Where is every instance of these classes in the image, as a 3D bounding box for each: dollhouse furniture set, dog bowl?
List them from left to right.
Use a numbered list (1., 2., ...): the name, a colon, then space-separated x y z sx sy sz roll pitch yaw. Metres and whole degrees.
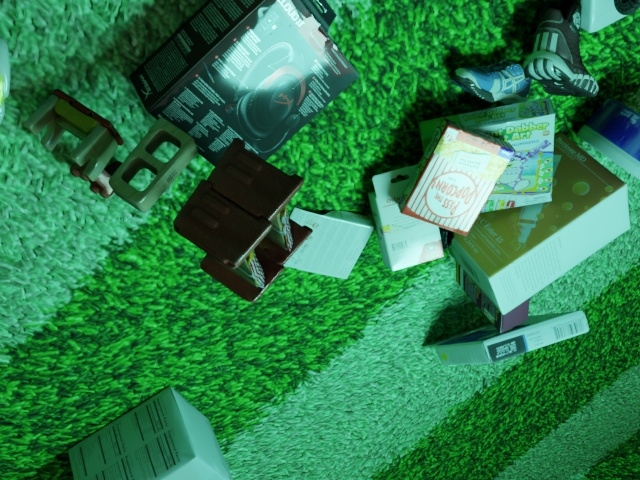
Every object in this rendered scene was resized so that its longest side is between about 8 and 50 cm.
1. dollhouse furniture set: -0.208 -0.087 1.024 0.152 0.374 0.201 -54 168 -15
2. dog bowl: 0.695 -0.193 1.519 0.265 0.265 0.104 17 115 -42

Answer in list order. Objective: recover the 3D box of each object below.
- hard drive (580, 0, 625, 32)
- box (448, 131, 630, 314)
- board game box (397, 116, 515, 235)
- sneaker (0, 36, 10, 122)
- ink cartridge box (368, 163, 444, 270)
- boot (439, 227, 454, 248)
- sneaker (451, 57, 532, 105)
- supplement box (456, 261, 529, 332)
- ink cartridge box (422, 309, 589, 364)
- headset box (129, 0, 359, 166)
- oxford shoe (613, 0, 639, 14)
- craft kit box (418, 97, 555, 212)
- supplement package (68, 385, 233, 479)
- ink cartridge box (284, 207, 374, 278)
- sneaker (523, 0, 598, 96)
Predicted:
1. hard drive: 0.571 -0.572 1.243 0.233 0.047 0.353 -28 139 -7
2. box: 0.469 -0.039 1.555 0.345 0.215 0.168 -35 139 -1
3. board game box: 0.253 -0.117 1.326 0.147 0.045 0.193 17 117 -15
4. sneaker: -0.487 -0.165 0.904 0.126 0.091 0.240 9 124 -38
5. ink cartridge box: 0.167 -0.051 1.410 0.115 0.067 0.198 -15 105 -8
6. boot: 0.228 -0.031 1.489 0.045 0.099 0.121 -56 147 -20
7. sneaker: 0.325 -0.306 1.322 0.211 0.080 0.081 -2 124 -44
8. supplement box: 0.410 0.113 1.682 0.081 0.188 0.104 -25 138 -11
9. ink cartridge box: 0.467 0.254 1.812 0.303 0.072 0.307 -14 173 -21
10. headset box: -0.098 -0.257 1.056 0.293 0.110 0.218 -41 139 8
11. oxford shoe: 0.603 -0.502 1.234 0.096 0.083 0.227 -4 133 -36
12. craft kit box: 0.335 -0.156 1.405 0.250 0.061 0.246 -10 137 9
13. supplement package: -0.366 0.499 1.534 0.263 0.198 0.199 -32 138 -3
14. ink cartridge box: 0.000 0.000 1.435 0.179 0.045 0.145 14 122 -20
15. sneaker: 0.476 -0.369 1.339 0.281 0.106 0.162 1 98 -60
